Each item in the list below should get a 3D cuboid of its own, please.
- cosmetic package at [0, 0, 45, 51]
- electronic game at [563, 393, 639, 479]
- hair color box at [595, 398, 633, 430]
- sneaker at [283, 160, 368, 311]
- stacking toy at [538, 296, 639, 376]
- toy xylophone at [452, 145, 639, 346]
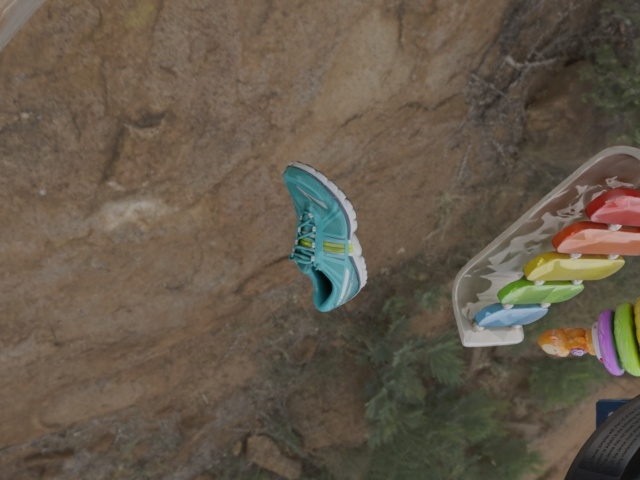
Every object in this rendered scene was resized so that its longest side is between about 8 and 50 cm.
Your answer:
[{"bbox_3d":[-0.228,-0.314,0.499,0.153,0.129,0.296,39,83,-25],"label":"cosmetic package"},{"bbox_3d":[0.212,0.157,0.255,0.229,0.229,0.048,-31,142,-13],"label":"electronic game"},{"bbox_3d":[0.327,0.319,0.521,0.174,0.347,0.105,17,160,-26],"label":"hair color box"},{"bbox_3d":[0.000,0.000,1.023,0.110,0.107,0.275,-38,124,-28],"label":"sneaker"},{"bbox_3d":[0.493,0.153,0.989,0.302,0.166,0.175,-12,147,34],"label":"stacking toy"},{"bbox_3d":[0.299,0.008,0.704,0.236,0.081,0.323,-2,146,-30],"label":"toy xylophone"}]
